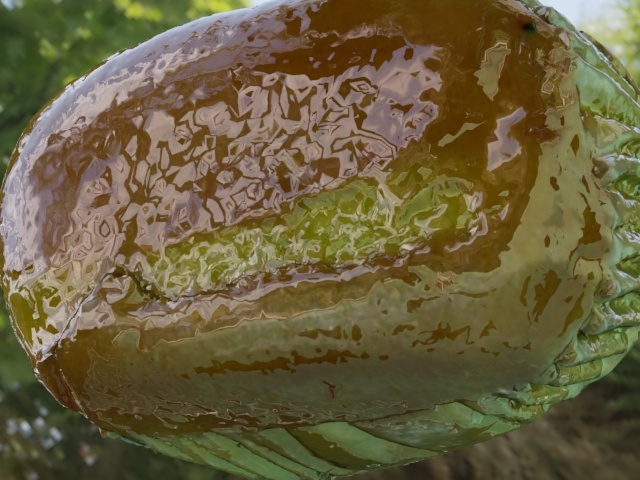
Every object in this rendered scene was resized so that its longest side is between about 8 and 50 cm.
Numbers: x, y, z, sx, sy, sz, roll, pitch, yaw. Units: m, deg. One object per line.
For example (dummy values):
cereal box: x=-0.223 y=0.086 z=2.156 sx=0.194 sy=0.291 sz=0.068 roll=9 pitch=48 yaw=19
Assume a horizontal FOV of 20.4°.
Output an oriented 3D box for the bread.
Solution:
bread: x=0.000 y=0.000 z=0.767 sx=0.288 sy=0.204 sz=0.156 roll=-11 pitch=-10 yaw=23
